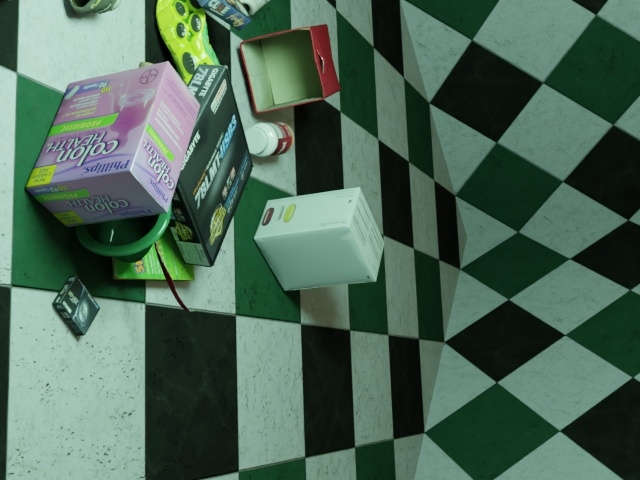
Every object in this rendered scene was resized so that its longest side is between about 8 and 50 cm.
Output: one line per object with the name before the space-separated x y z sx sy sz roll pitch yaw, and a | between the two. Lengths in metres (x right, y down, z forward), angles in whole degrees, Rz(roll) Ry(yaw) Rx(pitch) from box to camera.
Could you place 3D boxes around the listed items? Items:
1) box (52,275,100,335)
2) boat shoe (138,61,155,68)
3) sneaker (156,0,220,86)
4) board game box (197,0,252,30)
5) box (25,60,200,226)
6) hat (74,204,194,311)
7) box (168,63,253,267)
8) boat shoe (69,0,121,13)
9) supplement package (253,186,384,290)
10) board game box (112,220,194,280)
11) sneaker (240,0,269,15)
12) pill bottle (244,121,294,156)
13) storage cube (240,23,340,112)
box | -0.419 0.112 1.437 0.067 0.018 0.083 -70 146 -46
boat shoe | -0.305 -0.263 1.711 0.092 0.102 0.285 -64 162 -10
sneaker | -0.282 -0.412 1.817 0.123 0.109 0.296 -174 -113 -80
board game box | -0.258 -0.582 1.819 0.243 0.042 0.165 58 18 17
box | -0.348 -0.163 1.427 0.117 0.213 0.243 55 37 -48
hat | -0.338 0.010 1.526 0.183 0.173 0.209 82 -1 -56
box | -0.233 -0.149 1.681 0.293 0.073 0.296 80 22 -49
boat shoe | -0.375 -0.543 1.464 0.091 0.109 0.305 -52 165 -62
supplement package | 0.000 0.000 2.121 0.145 0.261 0.204 -74 148 -43
board game box | -0.332 0.016 1.641 0.259 0.039 0.124 10 74 -68
sneaker | -0.205 -0.626 2.022 0.091 0.094 0.258 -54 148 3
pill bottle | -0.134 -0.254 2.104 0.152 0.086 0.086 -22 104 -65
storage cube | -0.074 -0.445 2.147 0.193 0.215 0.184 -49 128 -68
